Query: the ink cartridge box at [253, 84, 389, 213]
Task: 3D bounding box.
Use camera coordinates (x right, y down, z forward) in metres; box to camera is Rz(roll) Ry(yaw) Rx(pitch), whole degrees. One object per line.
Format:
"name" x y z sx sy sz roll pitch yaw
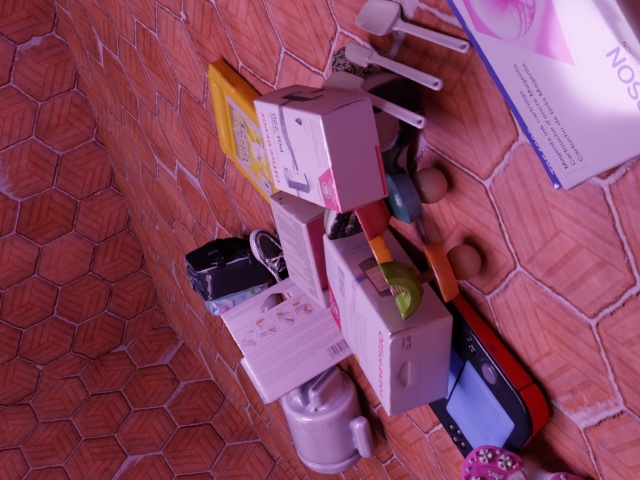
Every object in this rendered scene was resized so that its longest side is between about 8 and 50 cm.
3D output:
"ink cartridge box" -0.003 -0.146 1.354 0.218 0.092 0.159 26 134 58

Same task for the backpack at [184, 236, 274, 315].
"backpack" -0.262 0.088 2.479 0.253 0.225 0.191 32 136 59

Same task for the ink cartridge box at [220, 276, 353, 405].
"ink cartridge box" -0.072 0.224 2.124 0.239 0.275 0.060 59 160 8

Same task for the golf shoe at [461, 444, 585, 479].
"golf shoe" 0.397 0.455 1.528 0.306 0.115 0.140 24 165 32

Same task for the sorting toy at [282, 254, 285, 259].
"sorting toy" -0.046 0.065 2.200 0.075 0.044 0.083 -5 111 60

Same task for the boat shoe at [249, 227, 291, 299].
"boat shoe" -0.100 0.058 2.277 0.219 0.077 0.070 55 161 -5

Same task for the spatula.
"spatula" 0.105 -0.261 1.290 0.019 0.168 0.242 29 -177 -43

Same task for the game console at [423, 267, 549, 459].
"game console" 0.272 0.270 1.673 0.342 0.060 0.387 51 157 25

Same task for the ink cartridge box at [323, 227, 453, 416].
"ink cartridge box" 0.122 0.139 1.664 0.306 0.131 0.226 -123 22 -46

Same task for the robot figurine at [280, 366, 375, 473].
"robot figurine" 0.014 0.482 2.360 0.299 0.199 0.354 19 136 39

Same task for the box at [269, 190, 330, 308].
"box" 0.000 0.000 1.874 0.148 0.126 0.232 38 150 46

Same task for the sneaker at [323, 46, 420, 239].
"sneaker" 0.062 -0.166 1.526 0.410 0.158 0.182 101 147 -50

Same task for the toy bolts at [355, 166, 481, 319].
"toy bolts" 0.157 -0.021 1.482 0.218 0.158 0.229 -108 -6 -65

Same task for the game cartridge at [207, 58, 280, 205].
"game cartridge" -0.159 -0.234 2.063 0.324 0.052 0.285 46 155 34

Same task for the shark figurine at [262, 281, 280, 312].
"shark figurine" -0.120 0.264 2.564 0.166 0.116 0.278 -90 0 -51

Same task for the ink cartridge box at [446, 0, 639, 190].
"ink cartridge box" 0.264 -0.226 1.034 0.324 0.071 0.330 60 158 3
